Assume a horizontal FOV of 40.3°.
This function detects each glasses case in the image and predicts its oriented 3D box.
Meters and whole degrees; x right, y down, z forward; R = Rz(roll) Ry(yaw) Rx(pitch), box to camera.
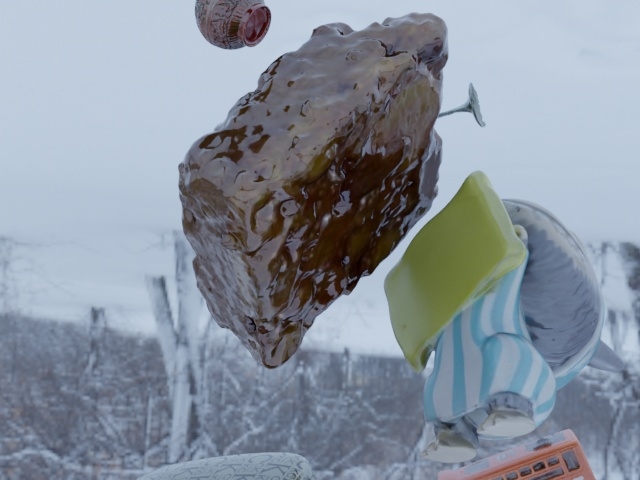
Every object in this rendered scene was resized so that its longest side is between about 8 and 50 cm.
[{"bbox_3d":[-0.170,0.384,1.300,0.355,0.085,0.137,-15,-168,29],"label":"glasses case"}]

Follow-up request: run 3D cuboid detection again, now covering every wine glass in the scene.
[{"bbox_3d":[0.123,-0.178,1.370,0.262,0.074,0.074,-13,165,25],"label":"wine glass"}]

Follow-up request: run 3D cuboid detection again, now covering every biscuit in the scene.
[{"bbox_3d":[-0.004,-0.075,1.111,0.166,0.395,0.342,28,146,28],"label":"biscuit"}]

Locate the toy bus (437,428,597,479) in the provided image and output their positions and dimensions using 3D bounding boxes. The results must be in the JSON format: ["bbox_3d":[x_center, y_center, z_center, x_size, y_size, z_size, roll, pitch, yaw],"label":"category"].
[{"bbox_3d":[0.308,0.445,1.496,0.329,0.153,0.143,-23,176,9],"label":"toy bus"}]

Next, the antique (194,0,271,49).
[{"bbox_3d":[-0.121,-0.306,1.167,0.104,0.104,0.104,3,172,0],"label":"antique"}]

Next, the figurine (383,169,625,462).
[{"bbox_3d":[0.307,0.135,1.177,0.378,0.361,0.266,19,142,-25],"label":"figurine"}]
